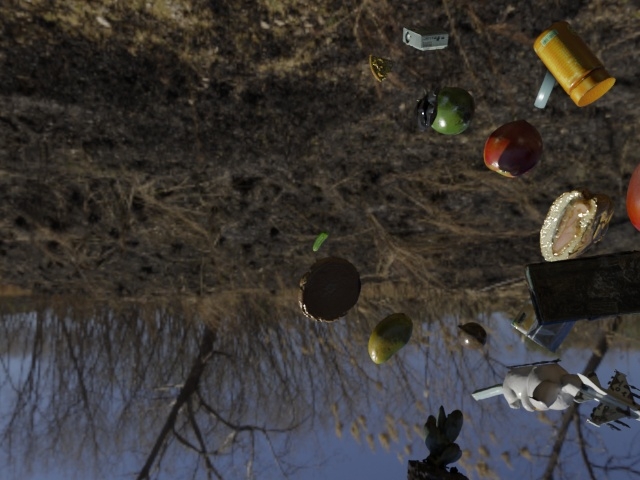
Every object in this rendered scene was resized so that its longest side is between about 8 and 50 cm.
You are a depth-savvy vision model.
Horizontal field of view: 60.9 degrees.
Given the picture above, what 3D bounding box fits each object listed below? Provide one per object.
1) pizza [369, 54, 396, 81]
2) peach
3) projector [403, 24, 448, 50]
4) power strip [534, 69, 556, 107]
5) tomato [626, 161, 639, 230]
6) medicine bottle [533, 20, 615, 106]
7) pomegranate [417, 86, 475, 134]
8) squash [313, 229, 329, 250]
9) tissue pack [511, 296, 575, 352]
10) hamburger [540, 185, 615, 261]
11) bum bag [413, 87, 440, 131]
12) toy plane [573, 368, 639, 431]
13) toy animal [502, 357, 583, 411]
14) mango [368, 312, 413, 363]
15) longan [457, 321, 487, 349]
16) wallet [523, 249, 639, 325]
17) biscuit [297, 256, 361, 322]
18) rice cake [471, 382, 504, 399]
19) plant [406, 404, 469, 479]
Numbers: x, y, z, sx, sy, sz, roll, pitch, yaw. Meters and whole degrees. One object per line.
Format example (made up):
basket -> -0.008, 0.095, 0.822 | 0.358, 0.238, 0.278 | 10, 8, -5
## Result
pizza -> 0.262, -0.731, 2.263 | 0.108, 0.123, 0.026 | -22, 180, 1
peach -> 0.658, -0.314, 1.842 | 0.197, 0.198, 0.197 | -1, 177, 0
projector -> 0.378, -0.733, 1.971 | 0.115, 0.061, 0.147 | -10, -147, -15
power strip -> 0.875, -0.620, 2.064 | 0.044, 0.216, 0.137 | 23, 170, 16
tomato -> 1.026, -0.148, 1.510 | 0.321, 0.322, 0.321 | -1, 177, 0
medicine bottle -> 0.601, -0.423, 1.299 | 0.096, 0.192, 0.096 | -23, 158, -10
pomegranate -> 0.471, -0.501, 2.058 | 0.181, 0.182, 0.224 | 1, -150, -38
squash -> -0.001, -0.001, 1.751 | 0.027, 0.027, 0.089 | 2, 135, -45
tissue pack -> 0.769, 0.235, 1.835 | 0.145, 0.229, 0.159 | 29, -173, -47
hamburger -> 0.971, -0.067, 2.042 | 0.209, 0.330, 0.162 | -16, -137, -30
bum bag -> 0.247, -0.306, 1.288 | 0.049, 0.087, 0.198 | 4, -173, 2
toy plane -> 0.715, 0.394, 1.289 | 0.234, 0.160, 0.082 | 31, 156, 27
toy animal -> 0.698, 0.462, 1.720 | 0.208, 0.154, 0.325 | -13, 167, 2
mango -> 0.234, 0.327, 1.840 | 0.122, 0.191, 0.085 | 48, 172, -33
longan -> 0.516, 0.325, 1.866 | 0.113, 0.092, 0.113 | 31, 172, 5
wallet -> 0.695, 0.120, 1.391 | 0.316, 0.169, 0.044 | -7, 159, 0
biscuit -> 0.028, 0.153, 1.683 | 0.225, 0.226, 0.042 | 0, -159, -25
rice cake -> 0.635, 0.569, 2.036 | 0.030, 0.042, 0.180 | -38, 175, -34
plant -> 0.319, 0.579, 1.430 | 0.149, 0.275, 0.146 | 37, 143, -26
